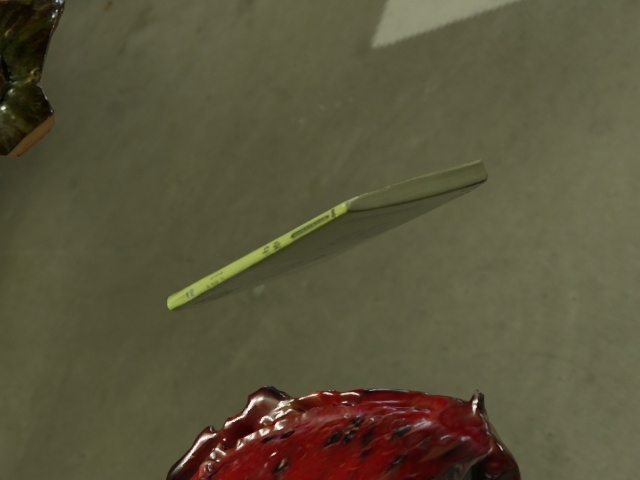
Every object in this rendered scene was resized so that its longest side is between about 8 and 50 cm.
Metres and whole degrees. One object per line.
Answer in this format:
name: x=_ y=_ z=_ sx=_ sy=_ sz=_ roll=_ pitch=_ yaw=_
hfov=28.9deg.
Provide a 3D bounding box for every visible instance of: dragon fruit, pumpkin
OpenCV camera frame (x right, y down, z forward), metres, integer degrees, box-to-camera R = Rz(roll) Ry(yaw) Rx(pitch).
dragon fruit: x=0.030 y=0.248 z=0.955 sx=0.286 sy=0.228 sz=0.329 roll=-40 pitch=20 yaw=-5
pumpkin: x=-0.475 y=-0.196 z=1.665 sx=0.258 sy=0.095 sz=0.290 roll=-2 pitch=73 yaw=4

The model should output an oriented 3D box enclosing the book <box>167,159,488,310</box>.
book: x=0.000 y=0.000 z=1.453 sx=0.352 sy=0.239 sz=0.035 roll=-27 pitch=82 yaw=46
